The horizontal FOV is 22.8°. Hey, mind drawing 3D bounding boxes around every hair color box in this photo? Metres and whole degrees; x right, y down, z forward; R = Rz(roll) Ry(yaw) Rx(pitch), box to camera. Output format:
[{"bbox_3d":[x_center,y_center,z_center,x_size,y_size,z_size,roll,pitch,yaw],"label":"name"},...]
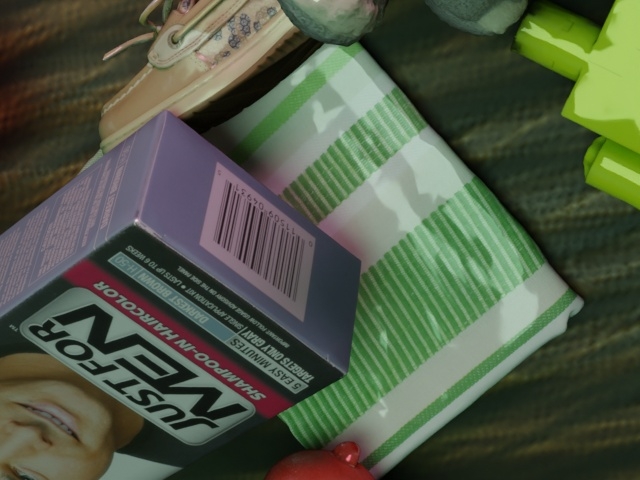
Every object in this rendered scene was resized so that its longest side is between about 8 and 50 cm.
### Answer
[{"bbox_3d":[-0.170,0.084,1.115,0.185,0.113,0.374,38,129,-26],"label":"hair color box"}]

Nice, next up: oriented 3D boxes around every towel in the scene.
[{"bbox_3d":[0.000,0.000,1.150,0.248,0.038,0.325,-42,90,22],"label":"towel"}]

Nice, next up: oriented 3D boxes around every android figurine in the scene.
[{"bbox_3d":[0.269,-0.120,1.016,0.273,0.056,0.248,26,112,10],"label":"android figurine"}]

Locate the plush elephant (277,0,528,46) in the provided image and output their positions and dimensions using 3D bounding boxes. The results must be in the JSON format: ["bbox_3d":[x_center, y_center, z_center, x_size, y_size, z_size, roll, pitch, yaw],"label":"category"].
[{"bbox_3d":[0.181,-0.210,0.846,0.255,0.272,0.330,30,103,20],"label":"plush elephant"}]

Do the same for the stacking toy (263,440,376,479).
[{"bbox_3d":[-0.016,0.289,1.210,0.279,0.130,0.309,39,134,-26],"label":"stacking toy"}]

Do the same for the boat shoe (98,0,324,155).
[{"bbox_3d":[-0.045,-0.156,1.055,0.285,0.104,0.089,-37,86,13],"label":"boat shoe"}]
